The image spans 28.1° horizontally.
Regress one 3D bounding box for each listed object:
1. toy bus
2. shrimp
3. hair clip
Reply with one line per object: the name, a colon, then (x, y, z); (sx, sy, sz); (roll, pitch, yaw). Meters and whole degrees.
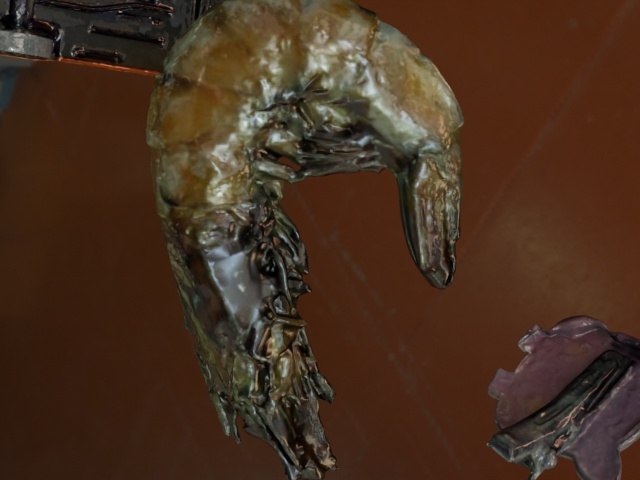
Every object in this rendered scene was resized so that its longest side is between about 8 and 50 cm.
toy bus: (-0.156, -0.205, 1.073); (0.153, 0.329, 0.143); (12, 96, 58)
shrimp: (0.000, 0.000, 0.920); (0.071, 0.233, 0.365); (-58, -43, -74)
hair clip: (0.204, 0.130, 1.046); (0.146, 0.187, 0.056); (21, 139, 40)
